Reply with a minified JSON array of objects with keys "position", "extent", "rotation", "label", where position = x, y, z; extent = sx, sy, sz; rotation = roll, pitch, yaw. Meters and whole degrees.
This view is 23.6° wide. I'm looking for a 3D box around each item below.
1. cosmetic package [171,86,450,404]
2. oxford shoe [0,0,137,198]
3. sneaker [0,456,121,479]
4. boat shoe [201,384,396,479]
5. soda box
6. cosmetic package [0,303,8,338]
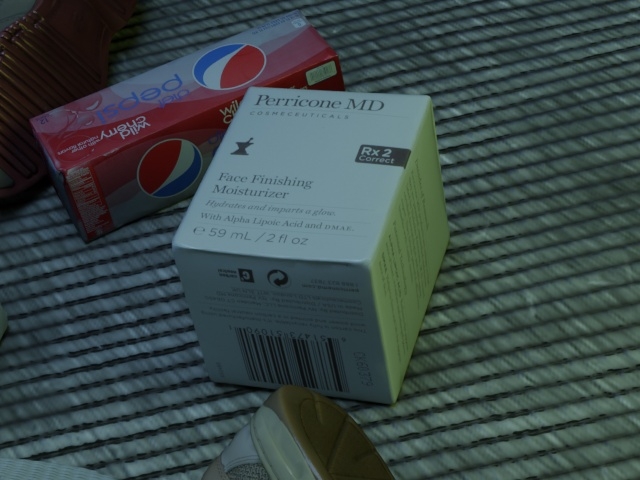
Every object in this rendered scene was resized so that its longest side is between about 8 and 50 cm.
[{"position":[0.000,0.000,1.148],"extent":[0.151,0.151,0.184],"rotation":[5,45,17],"label":"cosmetic package"},{"position":[-0.276,-0.162,1.443],"extent":[0.130,0.123,0.348],"rotation":[-17,37,36],"label":"oxford shoe"},{"position":[-0.144,0.246,0.946],"extent":[0.366,0.135,0.150],"rotation":[24,97,58],"label":"sneaker"},{"position":[0.030,0.247,0.925],"extent":[0.110,0.121,0.341],"rotation":[-44,50,18],"label":"boat shoe"},{"position":[-0.111,-0.103,1.336],"extent":[0.263,0.083,0.092],"rotation":[-24,44,-12],"label":"soda box"},{"position":[-0.503,0.021,1.195],"extent":[0.453,0.230,0.161],"rotation":[6,45,19],"label":"cosmetic package"}]
